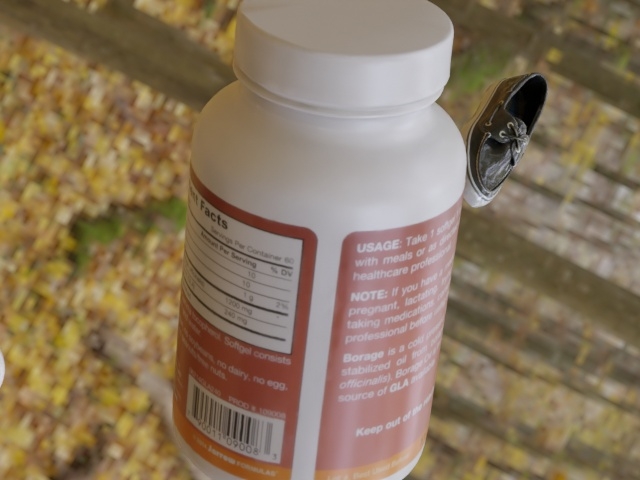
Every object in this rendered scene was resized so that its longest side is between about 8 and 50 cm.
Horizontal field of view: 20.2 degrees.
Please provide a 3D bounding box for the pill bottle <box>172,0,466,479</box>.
[{"bbox_3d":[0.000,0.000,0.796,0.121,0.121,0.216,-41,143,-54],"label":"pill bottle"}]

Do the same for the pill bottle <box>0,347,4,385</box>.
[{"bbox_3d":[-0.265,0.085,1.307,0.065,0.065,0.116,-67,-157,15],"label":"pill bottle"}]

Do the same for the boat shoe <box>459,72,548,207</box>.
[{"bbox_3d":[0.137,-0.081,1.349,0.040,0.049,0.142,-23,-151,37],"label":"boat shoe"}]
